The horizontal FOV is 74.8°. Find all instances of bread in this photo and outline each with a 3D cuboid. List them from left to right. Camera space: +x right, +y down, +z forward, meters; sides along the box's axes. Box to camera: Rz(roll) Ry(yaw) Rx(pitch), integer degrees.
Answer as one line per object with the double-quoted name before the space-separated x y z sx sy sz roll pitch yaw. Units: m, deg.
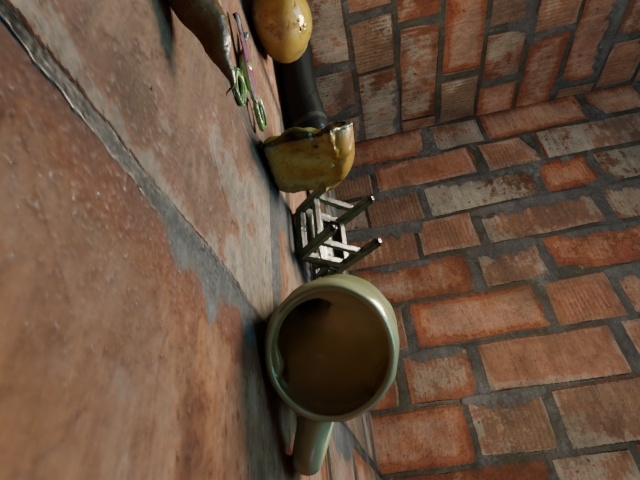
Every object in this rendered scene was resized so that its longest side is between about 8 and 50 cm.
"bread" -0.018 -0.159 0.827 0.251 0.174 0.133 -96 177 -75

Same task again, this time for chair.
"chair" 0.000 0.000 0.975 0.270 0.147 0.136 -40 -135 45

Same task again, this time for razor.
"razor" -0.049 -0.411 1.219 0.204 0.113 0.349 51 26 -80

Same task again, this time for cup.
"cup" 0.031 0.176 0.586 0.202 0.173 0.255 19 59 -82

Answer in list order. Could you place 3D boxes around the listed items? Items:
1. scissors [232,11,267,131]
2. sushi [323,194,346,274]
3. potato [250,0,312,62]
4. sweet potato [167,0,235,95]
"scissors" -0.125 -0.289 0.703 0.133 0.020 0.187 45 35 -72
"sushi" 0.025 0.017 1.397 0.359 0.064 0.343 71 6 -47
"potato" -0.088 -0.498 0.968 0.234 0.146 0.150 -70 180 -79
"sweet potato" -0.126 -0.243 0.422 0.056 0.056 0.195 -75 145 -77
